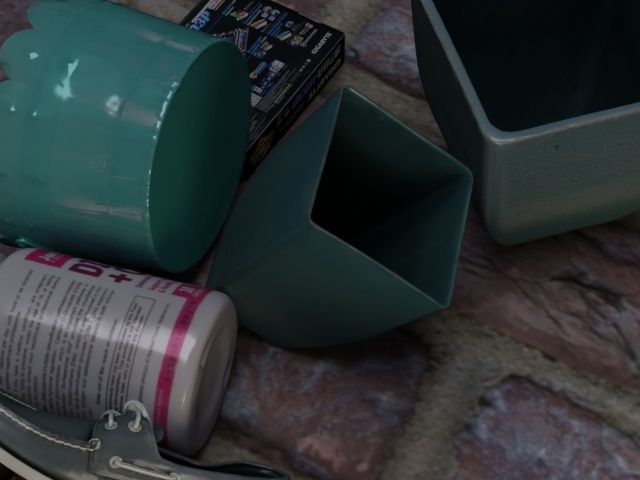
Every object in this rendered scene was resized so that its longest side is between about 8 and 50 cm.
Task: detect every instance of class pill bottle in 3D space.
[{"bbox_3d":[-0.235,0.097,1.455,0.283,0.160,0.160,13,54,10],"label":"pill bottle"}]

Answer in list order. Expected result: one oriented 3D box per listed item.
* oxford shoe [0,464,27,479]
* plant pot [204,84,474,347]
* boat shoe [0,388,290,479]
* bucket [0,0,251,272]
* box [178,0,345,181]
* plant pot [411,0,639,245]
[{"bbox_3d":[-0.378,0.251,1.380,0.097,0.098,0.271,30,59,21],"label":"oxford shoe"},{"bbox_3d":[0.000,0.000,1.473,0.165,0.234,0.166,32,51,-23],"label":"plant pot"},{"bbox_3d":[-0.170,0.187,1.339,0.319,0.116,0.099,29,93,-18],"label":"boat shoe"},{"bbox_3d":[-0.198,-0.102,1.532,0.183,0.281,0.281,15,55,17],"label":"bucket"},{"bbox_3d":[-0.100,-0.187,1.734,0.175,0.051,0.220,26,58,18],"label":"box"},{"bbox_3d":[0.236,-0.135,1.568,0.247,0.252,0.247,-13,55,-10],"label":"plant pot"}]
